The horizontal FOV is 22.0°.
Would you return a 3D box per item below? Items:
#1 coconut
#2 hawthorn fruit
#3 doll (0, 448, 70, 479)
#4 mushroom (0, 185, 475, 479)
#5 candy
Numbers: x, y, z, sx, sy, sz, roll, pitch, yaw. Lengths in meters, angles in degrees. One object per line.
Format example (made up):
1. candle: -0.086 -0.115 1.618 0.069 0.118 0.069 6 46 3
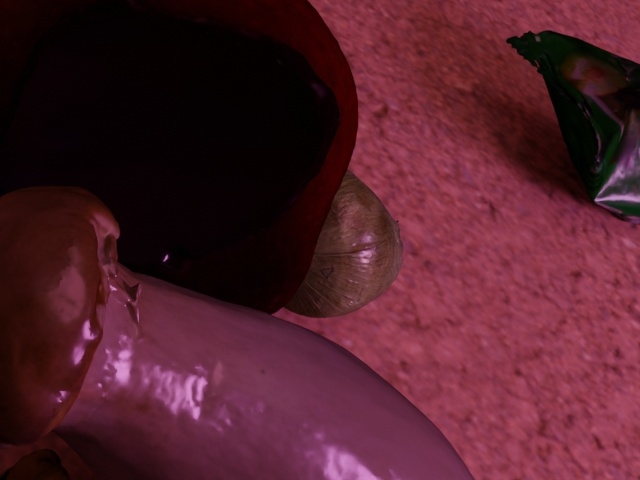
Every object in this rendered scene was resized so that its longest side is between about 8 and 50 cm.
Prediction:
1. coconut: 0.000 0.000 0.914 0.088 0.088 0.096 49 31 16
2. hawthorn fruit: -0.090 -0.061 0.811 0.215 0.215 0.250 26 31 -14
3. doll: -0.238 0.124 0.586 0.365 0.094 0.160 3 52 -37
4. mushroom: -0.028 0.096 0.727 0.350 0.128 0.128 38 30 -39
5. candy: 0.221 -0.069 1.172 0.203 0.078 0.141 24 49 -36
